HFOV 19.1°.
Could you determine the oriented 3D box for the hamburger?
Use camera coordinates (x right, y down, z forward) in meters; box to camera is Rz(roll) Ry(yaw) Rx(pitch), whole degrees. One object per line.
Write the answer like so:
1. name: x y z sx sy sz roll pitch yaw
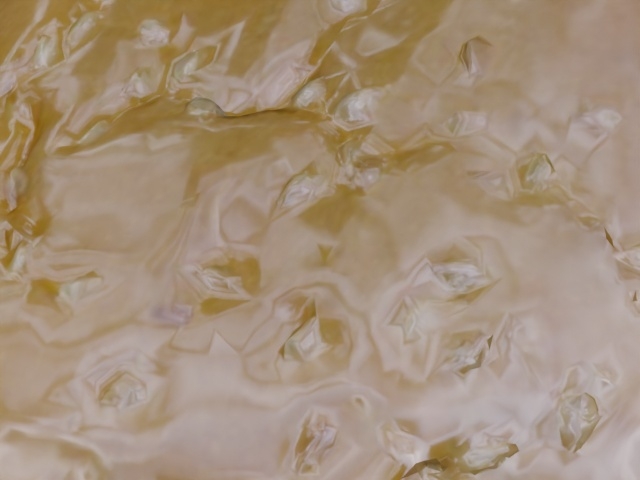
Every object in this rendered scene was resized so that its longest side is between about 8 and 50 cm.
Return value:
1. hamburger: 0.001 0.001 0.465 0.283 0.144 0.260 -10 57 22
